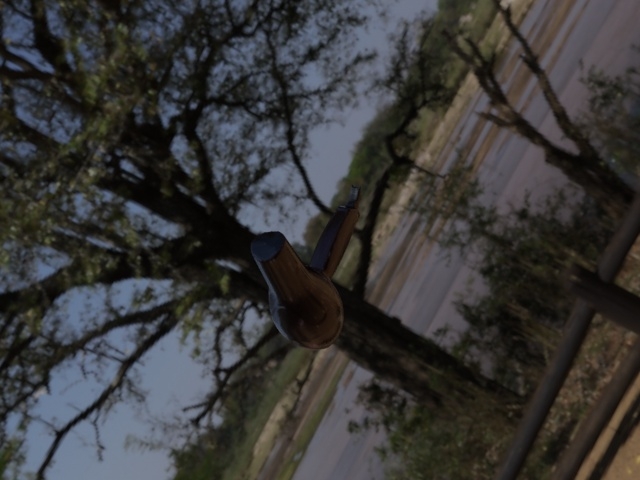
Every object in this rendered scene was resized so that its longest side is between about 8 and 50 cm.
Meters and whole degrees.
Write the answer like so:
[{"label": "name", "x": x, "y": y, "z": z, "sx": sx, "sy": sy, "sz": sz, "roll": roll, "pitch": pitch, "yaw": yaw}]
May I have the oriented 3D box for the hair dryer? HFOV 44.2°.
[{"label": "hair dryer", "x": 0.000, "y": 0.000, "z": 1.392, "sx": 0.312, "sy": 0.123, "sz": 0.340, "roll": 69, "pitch": -142, "yaw": -49}]
